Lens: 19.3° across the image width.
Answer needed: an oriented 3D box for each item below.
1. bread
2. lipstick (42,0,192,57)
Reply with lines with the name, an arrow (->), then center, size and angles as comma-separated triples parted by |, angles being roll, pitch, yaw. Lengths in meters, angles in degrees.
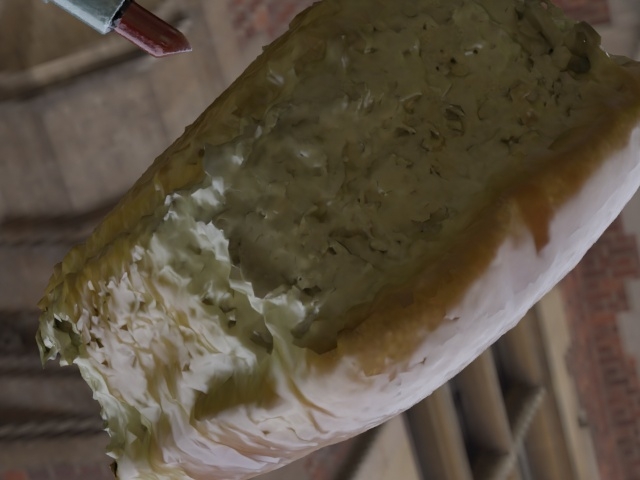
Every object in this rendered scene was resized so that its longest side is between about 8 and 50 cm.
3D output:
bread -> 0.000, 0.000, 0.626 | 0.174, 0.121, 0.245 | -51, -170, -28
lipstick -> -0.114, -0.117, 0.844 | 0.030, 0.129, 0.030 | -58, -177, -4
